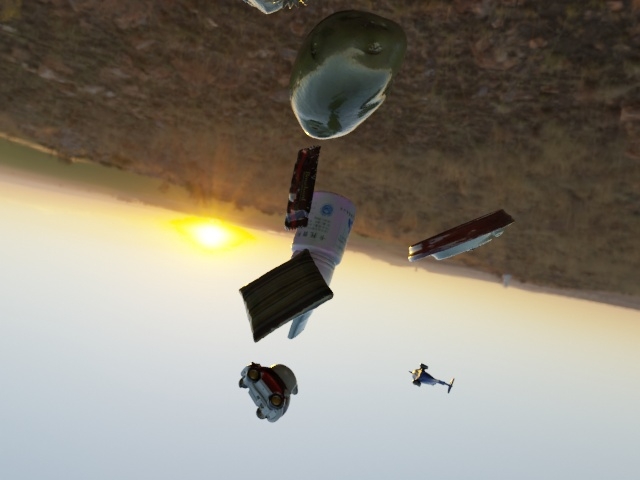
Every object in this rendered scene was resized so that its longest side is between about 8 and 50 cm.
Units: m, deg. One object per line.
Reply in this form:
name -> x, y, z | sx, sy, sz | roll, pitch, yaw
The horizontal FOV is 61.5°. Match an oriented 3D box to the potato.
potato -> 0.050, -0.383, 1.235 | 0.221, 0.243, 0.326 | 5, 162, -24

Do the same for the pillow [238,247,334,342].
pillow -> -0.089, 0.125, 1.282 | 0.052, 0.208, 0.212 | 59, 180, -36

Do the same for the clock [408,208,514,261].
clock -> 0.407, -0.001, 1.567 | 0.319, 0.080, 0.318 | -23, 177, -1

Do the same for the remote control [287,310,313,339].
remote control -> -0.044, 0.194, 1.365 | 0.029, 0.162, 0.061 | 39, -131, 20

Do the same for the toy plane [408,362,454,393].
toy plane -> 0.254, 0.319, 1.236 | 0.062, 0.054, 0.167 | 29, 167, -8

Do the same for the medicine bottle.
medicine bottle -> 0.000, 0.000, 1.513 | 0.152, 0.254, 0.152 | 16, 161, 6

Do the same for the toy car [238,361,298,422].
toy car -> -0.109, 0.331, 1.233 | 0.112, 0.139, 0.112 | -29, 166, -36

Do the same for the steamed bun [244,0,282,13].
steamed bun -> -0.251, -1.089, 2.135 | 0.383, 0.247, 0.236 | 52, 174, -13

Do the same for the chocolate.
chocolate -> -0.040, -0.110, 1.124 | 0.028, 0.182, 0.086 | 21, 167, -37

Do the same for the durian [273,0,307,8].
durian -> -0.023, -0.787, 1.463 | 0.191, 0.341, 0.112 | 19, -169, -11
